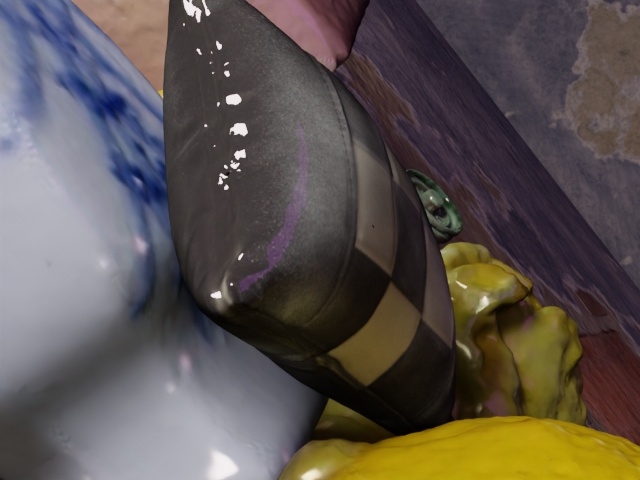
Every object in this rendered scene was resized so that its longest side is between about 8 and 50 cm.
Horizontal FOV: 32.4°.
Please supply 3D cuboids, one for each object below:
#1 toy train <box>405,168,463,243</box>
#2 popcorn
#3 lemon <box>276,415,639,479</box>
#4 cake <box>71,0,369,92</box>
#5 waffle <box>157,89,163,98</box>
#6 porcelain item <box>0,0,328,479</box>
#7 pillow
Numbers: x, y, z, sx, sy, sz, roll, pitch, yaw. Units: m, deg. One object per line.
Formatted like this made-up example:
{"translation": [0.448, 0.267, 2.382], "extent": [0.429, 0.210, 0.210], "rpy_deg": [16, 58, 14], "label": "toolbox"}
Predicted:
{"translation": [0.036, 0.022, 1.029], "extent": [0.221, 0.150, 0.304], "rpy_deg": [25, 33, -36], "label": "toy train"}
{"translation": [0.082, 0.152, 0.797], "extent": [0.225, 0.173, 0.286], "rpy_deg": [55, 53, -19], "label": "popcorn"}
{"translation": [0.096, 0.248, 0.504], "extent": [0.336, 0.336, 0.336], "rpy_deg": [41, 22, -20], "label": "lemon"}
{"translation": [-0.108, -0.209, 1.001], "extent": [0.230, 0.237, 0.309], "rpy_deg": [45, 22, -11], "label": "cake"}
{"translation": [-0.088, -0.005, 0.784], "extent": [0.232, 0.051, 0.228], "rpy_deg": [57, -21, -2], "label": "waffle"}
{"translation": [-0.174, -0.017, 0.596], "extent": [0.405, 0.178, 0.242], "rpy_deg": [54, 19, -5], "label": "porcelain item"}
{"translation": [0.000, 0.000, 0.568], "extent": [0.250, 0.106, 0.186], "rpy_deg": [44, 30, -52], "label": "pillow"}
